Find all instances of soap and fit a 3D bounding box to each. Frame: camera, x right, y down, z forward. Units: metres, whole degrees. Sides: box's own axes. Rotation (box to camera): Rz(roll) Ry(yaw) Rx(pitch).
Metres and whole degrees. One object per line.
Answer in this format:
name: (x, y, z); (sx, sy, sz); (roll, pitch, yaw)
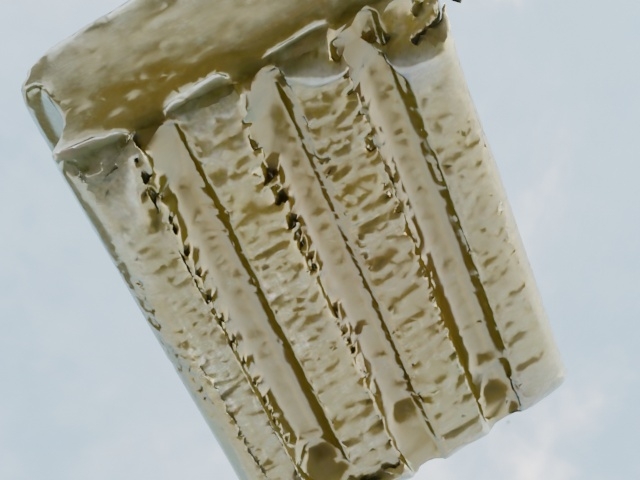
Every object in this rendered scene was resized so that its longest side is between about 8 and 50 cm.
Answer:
soap: (0.000, 0.000, 0.845); (0.173, 0.274, 0.089); (-30, -136, -6)
